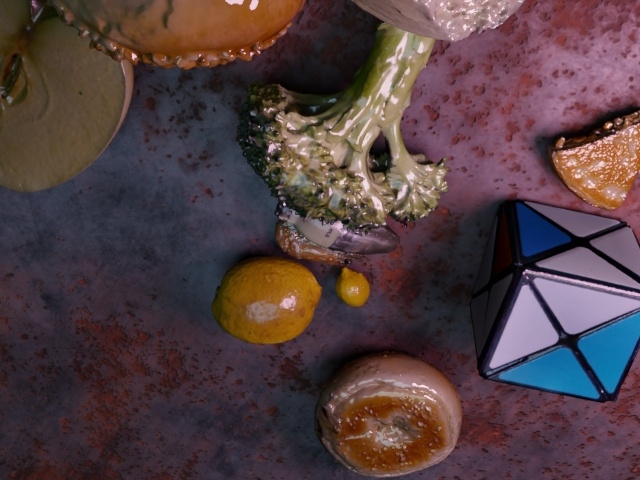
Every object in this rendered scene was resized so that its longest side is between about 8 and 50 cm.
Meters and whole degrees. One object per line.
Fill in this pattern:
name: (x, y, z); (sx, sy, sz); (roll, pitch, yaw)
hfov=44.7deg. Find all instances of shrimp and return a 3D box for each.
shrimp: (0.000, 0.000, 1.493); (0.180, 0.041, 0.099); (20, 104, -3)

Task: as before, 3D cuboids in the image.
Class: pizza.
pizza: (0.499, -0.156, 1.327); (0.199, 0.062, 0.188); (-42, 119, 19)

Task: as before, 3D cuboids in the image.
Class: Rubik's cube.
Rubik's cube: (0.416, 0.102, 1.373); (0.246, 0.250, 0.248); (11, 122, 1)

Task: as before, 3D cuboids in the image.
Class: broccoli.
broccoli: (0.033, -0.217, 1.257); (0.353, 0.275, 0.397); (-20, 134, -33)

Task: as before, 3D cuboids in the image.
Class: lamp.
lamp: (0.034, -0.029, 1.426); (0.250, 0.101, 0.101); (18, 121, -16)

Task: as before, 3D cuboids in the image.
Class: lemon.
lemon: (-0.103, 0.115, 1.494); (0.207, 0.170, 0.170); (4, 120, 1)
lemon: (0.061, 0.091, 1.517); (0.065, 0.065, 0.092); (-17, 117, 16)

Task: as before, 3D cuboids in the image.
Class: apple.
apple: (-0.492, -0.276, 1.256); (0.312, 0.320, 0.360); (9, 137, -44)

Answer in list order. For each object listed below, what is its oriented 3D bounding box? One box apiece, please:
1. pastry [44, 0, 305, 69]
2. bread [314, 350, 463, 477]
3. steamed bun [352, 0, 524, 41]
pastry: (-0.205, -0.403, 1.102); (0.410, 0.409, 0.245); (12, 138, 0)
bread: (0.137, 0.348, 1.598); (0.306, 0.158, 0.305); (2, 122, 3)
steamed bun: (0.163, -0.416, 1.073); (0.290, 0.273, 0.272); (-46, 116, -20)
